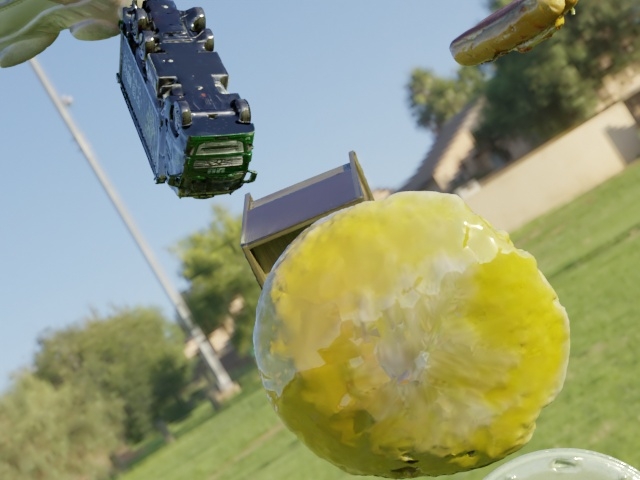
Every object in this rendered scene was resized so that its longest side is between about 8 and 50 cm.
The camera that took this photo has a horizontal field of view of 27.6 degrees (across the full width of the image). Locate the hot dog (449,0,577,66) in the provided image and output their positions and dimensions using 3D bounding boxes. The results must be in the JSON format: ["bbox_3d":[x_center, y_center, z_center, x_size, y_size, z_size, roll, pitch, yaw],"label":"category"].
[{"bbox_3d":[0.294,-0.317,1.931,0.250,0.076,0.104,-23,11,48],"label":"hot dog"}]

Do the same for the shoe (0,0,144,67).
[{"bbox_3d":[-0.350,-0.333,1.502,0.351,0.198,0.172,-9,50,28],"label":"shoe"}]

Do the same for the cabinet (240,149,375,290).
[{"bbox_3d":[0.000,0.000,1.797,0.175,0.148,0.215,-22,20,6],"label":"cabinet"}]

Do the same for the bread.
[{"bbox_3d":[0.054,0.060,0.863,0.197,0.197,0.170,-31,8,2],"label":"bread"}]

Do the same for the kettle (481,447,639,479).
[{"bbox_3d":[0.170,0.375,1.383,0.361,0.250,0.377,-4,-17,-5],"label":"kettle"}]

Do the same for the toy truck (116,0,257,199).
[{"bbox_3d":[-0.141,-0.144,1.334,0.088,0.259,0.121,-6,-48,-20],"label":"toy truck"}]
